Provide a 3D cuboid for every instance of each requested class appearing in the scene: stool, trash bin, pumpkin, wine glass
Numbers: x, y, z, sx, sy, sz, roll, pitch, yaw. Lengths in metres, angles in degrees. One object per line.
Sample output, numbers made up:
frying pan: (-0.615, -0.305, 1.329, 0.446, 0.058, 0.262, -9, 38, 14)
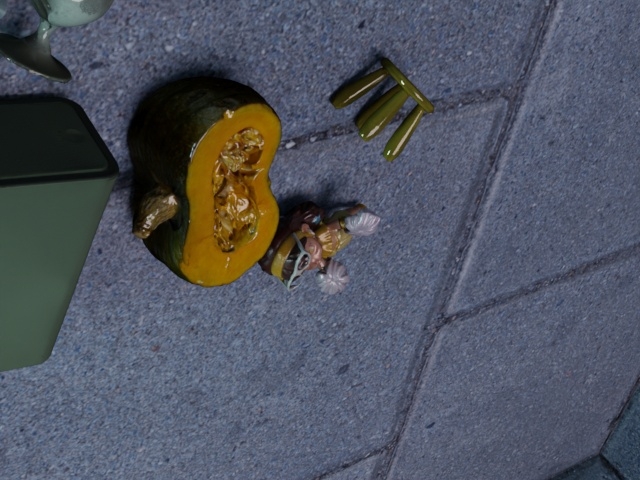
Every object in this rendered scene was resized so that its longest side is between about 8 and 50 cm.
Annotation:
stool: (0.098, -0.202, 1.642, 0.135, 0.134, 0.110, 43, 98, -11)
trash bin: (-0.410, 0.004, 1.341, 0.223, 0.158, 0.343, -9, 140, -37)
pumpkin: (-0.171, -0.077, 1.491, 0.222, 0.139, 0.317, -24, 143, -28)
wine glass: (-0.269, -0.297, 1.190, 0.103, 0.103, 0.231, 11, 117, -49)

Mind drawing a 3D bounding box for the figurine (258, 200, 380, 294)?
figurine: (-0.002, 0.000, 1.760, 0.240, 0.116, 0.175, -14, 140, -42)

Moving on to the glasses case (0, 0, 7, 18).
glasses case: (-0.442, -0.275, 1.085, 0.105, 0.056, 0.266, -51, 144, 12)
